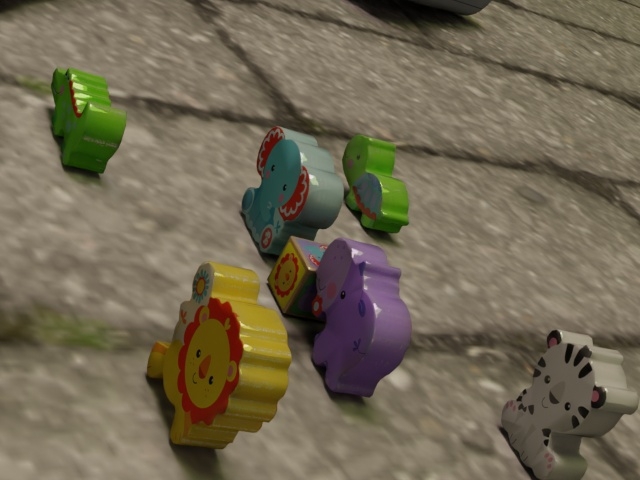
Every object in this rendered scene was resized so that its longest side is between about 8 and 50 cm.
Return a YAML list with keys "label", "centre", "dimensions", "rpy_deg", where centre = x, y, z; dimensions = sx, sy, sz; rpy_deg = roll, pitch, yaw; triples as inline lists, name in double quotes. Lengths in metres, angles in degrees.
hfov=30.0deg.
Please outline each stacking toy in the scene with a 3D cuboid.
- label: "stacking toy"
  centre: [0.000, 0.000, 0.455]
  dimensions: [0.167, 0.052, 0.221]
  rpy_deg: [13, 29, -33]

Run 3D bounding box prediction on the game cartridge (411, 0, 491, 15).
- label: "game cartridge"
  centre: [0.016, -0.312, 0.950]
  dimensions: [0.198, 0.062, 0.297]
  rpy_deg: [-9, 65, -57]
